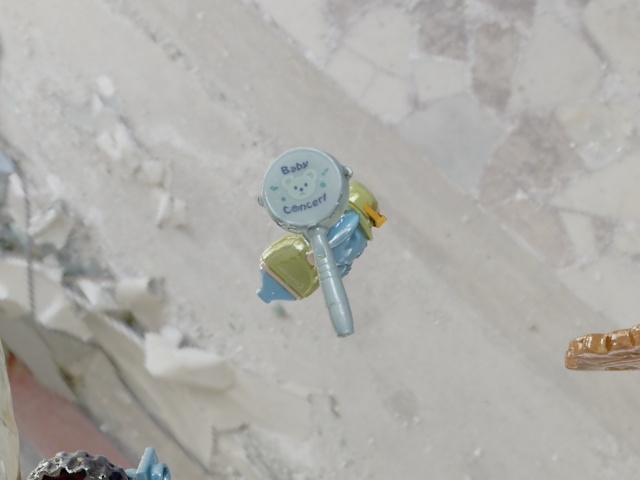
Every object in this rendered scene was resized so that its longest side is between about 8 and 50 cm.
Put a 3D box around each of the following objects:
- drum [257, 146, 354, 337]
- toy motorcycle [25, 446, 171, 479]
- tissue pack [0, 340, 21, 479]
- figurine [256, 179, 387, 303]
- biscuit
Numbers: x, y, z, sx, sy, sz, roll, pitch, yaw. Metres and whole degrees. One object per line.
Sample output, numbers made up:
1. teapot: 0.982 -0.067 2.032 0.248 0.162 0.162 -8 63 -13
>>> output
1. drum: -0.020 0.001 1.503 0.130 0.253 0.049 -3 169 12
2. toy motorcycle: -0.164 0.396 1.224 0.232 0.172 0.416 -11 108 9
3. tissue pack: -0.368 0.199 0.854 0.375 0.195 0.390 -53 40 17
4. figurine: -0.003 0.001 2.044 0.262 0.180 0.154 -41 77 20
5. biscuit: 0.545 0.178 1.838 0.284 0.306 0.043 135 136 -67
